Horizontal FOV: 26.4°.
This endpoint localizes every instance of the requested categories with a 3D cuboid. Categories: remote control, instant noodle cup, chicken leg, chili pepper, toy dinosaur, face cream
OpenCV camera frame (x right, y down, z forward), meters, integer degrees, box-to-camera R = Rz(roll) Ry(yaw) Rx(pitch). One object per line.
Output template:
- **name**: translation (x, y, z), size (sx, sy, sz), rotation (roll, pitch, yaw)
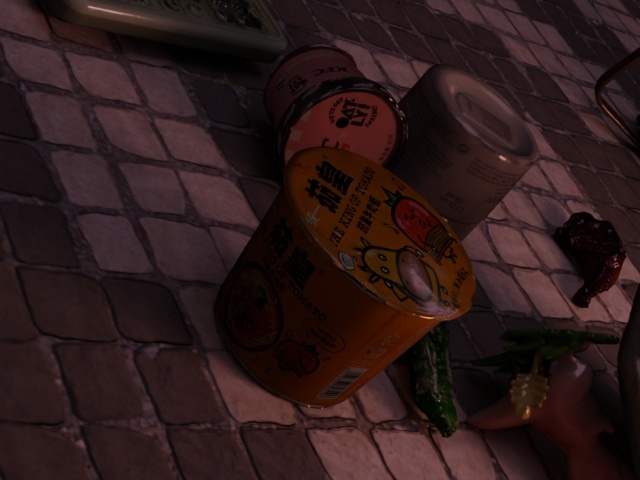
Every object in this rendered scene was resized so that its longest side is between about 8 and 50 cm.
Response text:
- **remote control**: translation (-0.187, -0.273, 1.588), size (0.335, 0.065, 0.128), rotation (4, 44, -47)
- **instant noodle cup**: translation (0.013, 0.043, 1.285), size (0.216, 0.172, 0.215), rotation (29, 31, -19)
- **chicken leg**: translation (0.368, 0.024, 1.850), size (0.093, 0.053, 0.205), rotation (7, 30, -10)
- **chili pepper**: translation (0.115, 0.116, 1.425), size (0.088, 0.059, 0.227), rotation (27, 34, -31)
- **toy dinosaur**: translation (0.243, 0.185, 1.451), size (0.194, 0.152, 0.177), rotation (10, 80, -29)
- **face cream**: translation (0.158, -0.107, 1.677), size (0.177, 0.153, 0.177), rotation (30, 32, -21)

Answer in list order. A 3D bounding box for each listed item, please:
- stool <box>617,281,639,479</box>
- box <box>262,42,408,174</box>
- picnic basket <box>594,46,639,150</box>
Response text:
- **stool**: translation (0.468, 0.188, 1.457), size (0.310, 0.226, 0.310), rotation (69, 25, -13)
- **box**: translation (0.009, -0.142, 1.564), size (0.151, 0.151, 0.135), rotation (20, 27, -32)
- **picnic basket**: translation (0.647, -0.223, 2.291), size (0.321, 0.254, 0.291), rotation (42, 28, -20)
